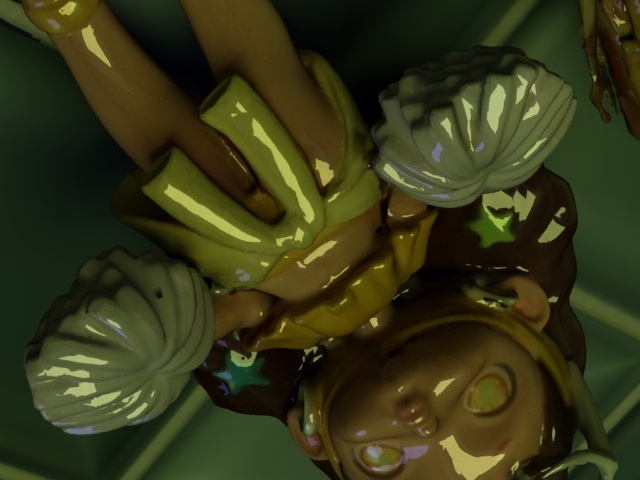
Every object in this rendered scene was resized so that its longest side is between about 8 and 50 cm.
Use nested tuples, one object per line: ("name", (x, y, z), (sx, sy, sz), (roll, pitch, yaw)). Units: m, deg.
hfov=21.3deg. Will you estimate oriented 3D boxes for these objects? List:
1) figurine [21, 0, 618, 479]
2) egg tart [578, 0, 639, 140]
("figurine", (0.001, 0.001, 0.527), (0.174, 0.116, 0.240), (-34, 123, 7))
("egg tart", (0.212, -0.112, 0.511), (0.297, 0.132, 0.297), (-5, 141, -4))
